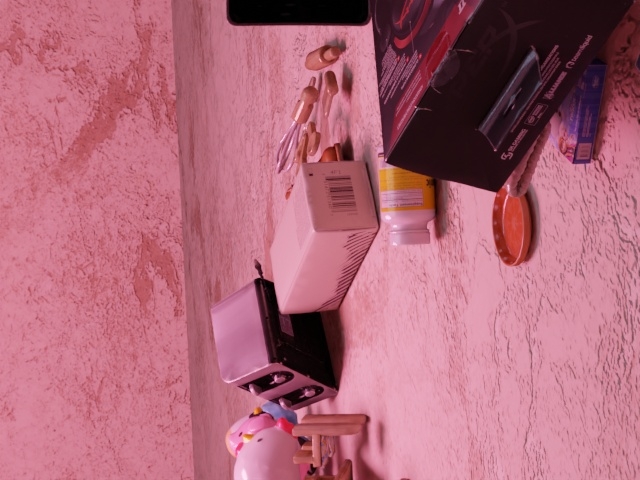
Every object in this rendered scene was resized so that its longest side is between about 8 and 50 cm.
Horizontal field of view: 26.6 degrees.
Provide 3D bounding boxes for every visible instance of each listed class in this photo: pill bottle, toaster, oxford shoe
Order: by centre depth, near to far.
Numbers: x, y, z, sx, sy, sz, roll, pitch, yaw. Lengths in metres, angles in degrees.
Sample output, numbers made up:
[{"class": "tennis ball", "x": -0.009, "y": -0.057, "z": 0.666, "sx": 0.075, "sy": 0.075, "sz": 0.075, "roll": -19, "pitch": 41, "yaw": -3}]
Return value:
[{"class": "pill bottle", "x": 0.100, "y": -0.053, "z": 1.561, "sx": 0.065, "sy": 0.065, "sz": 0.116, "roll": 180, "pitch": 87, "yaw": -76}, {"class": "oxford shoe", "x": -0.009, "y": -0.072, "z": 1.979, "sx": 0.212, "sy": 0.076, "sz": 0.076, "roll": 115, "pitch": 151, "yaw": -59}, {"class": "toaster", "x": -0.071, "y": 0.154, "z": 2.064, "sx": 0.110, "sy": 0.168, "sz": 0.185, "roll": -29, "pitch": 54, "yaw": 24}]

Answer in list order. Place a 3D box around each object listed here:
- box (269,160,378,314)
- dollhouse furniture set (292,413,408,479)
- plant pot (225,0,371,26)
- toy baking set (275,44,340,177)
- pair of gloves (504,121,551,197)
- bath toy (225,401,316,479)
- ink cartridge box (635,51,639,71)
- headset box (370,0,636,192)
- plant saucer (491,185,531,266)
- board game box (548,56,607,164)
[{"class": "box", "x": 0.000, "y": 0.000, "z": 1.916, "sx": 0.275, "sy": 0.094, "sz": 0.113, "roll": 114, "pitch": 149, "yaw": -62}, {"class": "dollhouse furniture set", "x": 0.047, "y": 0.356, "z": 1.823, "sx": 0.242, "sy": 0.161, "sz": 0.212, "roll": -22, "pitch": -70, "yaw": -81}, {"class": "plant pot", "x": -0.031, "y": -0.388, "z": 1.802, "sx": 0.167, "sy": 0.187, "sz": 0.188, "roll": -100, "pitch": 9, "yaw": -74}, {"class": "toy baking set", "x": -0.025, "y": -0.190, "z": 1.992, "sx": 0.256, "sy": 0.030, "sz": 0.197, "roll": -158, "pitch": 85, "yaw": -76}, {"class": "pair of gloves", "x": 0.184, "y": -0.170, "z": 1.162, "sx": 0.204, "sy": 0.042, "sz": 0.240, "roll": -119, "pitch": 46, "yaw": -65}, {"class": "bath toy", "x": -0.075, "y": 0.318, "z": 2.064, "sx": 0.348, "sy": 0.151, "sz": 0.129, "roll": 70, "pitch": -146, "yaw": -88}, {"class": "ink cartridge box", "x": 0.276, "y": -0.090, "z": 0.892, "sx": 0.208, "sy": 0.045, "sz": 0.206, "roll": 99, "pitch": 161, "yaw": -45}, {"class": "headset box", "x": 0.133, "y": -0.199, "z": 1.087, "sx": 0.218, "sy": 0.110, "sz": 0.293, "roll": 120, "pitch": 156, "yaw": -43}, {"class": "plant saucer", "x": 0.188, "y": -0.016, "z": 1.323, "sx": 0.083, "sy": 0.013, "sz": 0.083, "roll": 177, "pitch": 90, "yaw": -76}, {"class": "board game box", "x": 0.215, "y": -0.124, "z": 1.174, "sx": 0.090, "sy": 0.020, "sz": 0.090, "roll": -117, "pitch": 28, "yaw": -60}]
